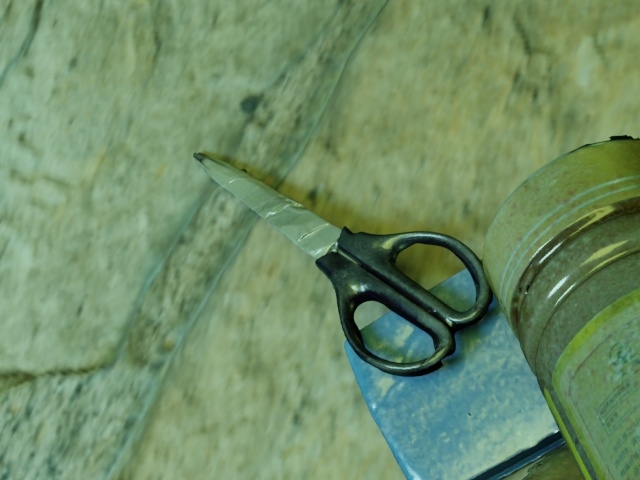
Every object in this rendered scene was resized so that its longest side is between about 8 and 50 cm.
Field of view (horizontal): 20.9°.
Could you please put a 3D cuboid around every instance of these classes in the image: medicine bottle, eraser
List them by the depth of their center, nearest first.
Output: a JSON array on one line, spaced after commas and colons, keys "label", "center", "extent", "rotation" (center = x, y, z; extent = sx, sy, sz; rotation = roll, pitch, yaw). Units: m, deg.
[{"label": "medicine bottle", "center": [0.217, 0.097, 1.011], "extent": [0.151, 0.151, 0.322], "rotation": [-29, 45, 7]}, {"label": "eraser", "center": [0.176, 0.055, 1.203], "extent": [0.312, 0.042, 0.144], "rotation": [-30, 63, 7]}]

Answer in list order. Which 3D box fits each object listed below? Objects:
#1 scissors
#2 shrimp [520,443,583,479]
[{"label": "scissors", "center": [0.000, 0.000, 1.274], "extent": [0.300, 0.022, 0.109], "rotation": [33, 78, 39]}, {"label": "shrimp", "center": [0.294, 0.203, 1.064], "extent": [0.445, 0.085, 0.272], "rotation": [-9, 40, 9]}]
